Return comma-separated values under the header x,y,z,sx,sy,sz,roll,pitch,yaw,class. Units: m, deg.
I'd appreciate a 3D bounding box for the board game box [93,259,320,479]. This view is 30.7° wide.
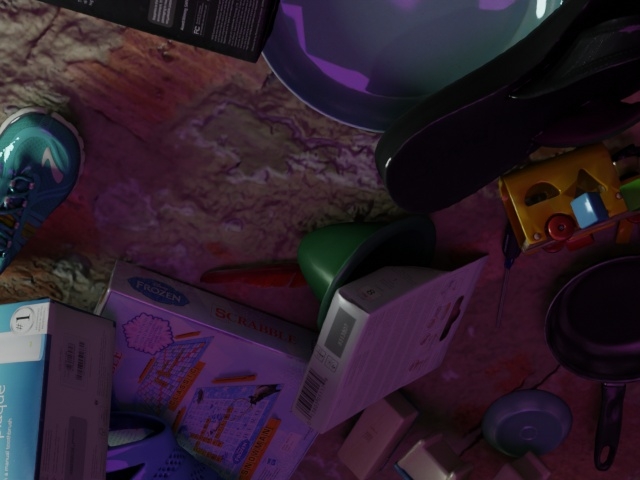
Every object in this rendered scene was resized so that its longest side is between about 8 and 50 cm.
x,y,z,sx,sy,sz,roll,pitch,yaw,class
-0.166,0.209,1.474,0.318,0.066,0.319,22,122,-14,board game box

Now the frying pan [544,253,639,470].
x,y,z,sx,sy,sz,roll,pitch,yaw,class
0.390,0.139,1.429,0.197,0.053,0.326,-19,124,13,frying pan

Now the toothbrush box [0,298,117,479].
x,y,z,sx,sy,sz,roll,pitch,yaw,class
-0.391,0.195,1.320,0.295,0.216,0.126,-7,161,27,toothbrush box

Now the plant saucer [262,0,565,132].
x,y,z,sx,sy,sz,roll,pitch,yaw,class
0.084,-0.255,1.167,0.317,0.044,0.318,0,124,0,plant saucer

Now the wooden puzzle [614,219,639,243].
x,y,z,sx,sy,sz,roll,pitch,yaw,class
0.397,-0.031,1.336,0.116,0.014,0.079,-5,129,5,wooden puzzle

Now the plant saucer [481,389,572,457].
x,y,z,sx,sy,sz,roll,pitch,yaw,class
0.271,0.246,1.521,0.119,0.021,0.119,0,124,0,plant saucer

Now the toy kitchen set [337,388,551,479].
x,y,z,sx,sy,sz,roll,pitch,yaw,class
0.162,0.288,1.513,0.207,0.166,0.122,45,124,24,toy kitchen set

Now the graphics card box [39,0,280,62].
x,y,z,sx,sy,sz,roll,pitch,yaw,class
-0.202,-0.327,1.066,0.370,0.094,0.233,16,123,1,graphics card box

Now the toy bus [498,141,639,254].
x,y,z,sx,sy,sz,roll,pitch,yaw,class
0.292,-0.059,1.259,0.202,0.104,0.191,-10,167,-43,toy bus

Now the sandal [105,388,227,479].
x,y,z,sx,sy,sz,roll,pitch,yaw,class
-0.216,0.270,1.406,0.317,0.126,0.138,29,117,-19,sandal

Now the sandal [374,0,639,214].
x,y,z,sx,sy,sz,roll,pitch,yaw,class
0.264,-0.152,1.160,0.445,0.107,0.167,-36,139,13,sandal

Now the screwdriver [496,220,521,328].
x,y,z,sx,sy,sz,roll,pitch,yaw,class
0.219,0.041,1.387,0.025,0.024,0.170,25,134,19,screwdriver

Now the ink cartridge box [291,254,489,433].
x,y,z,sx,sy,sz,roll,pitch,yaw,class
0.082,0.106,1.354,0.066,0.232,0.189,36,127,23,ink cartridge box

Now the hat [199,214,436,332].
x,y,z,sx,sy,sz,roll,pitch,yaw,class
0.000,0.000,1.354,0.208,0.183,0.173,-28,145,-32,hat

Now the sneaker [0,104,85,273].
x,y,z,sx,sy,sz,roll,pitch,yaw,class
-0.347,-0.028,1.288,0.107,0.110,0.275,28,120,-17,sneaker
